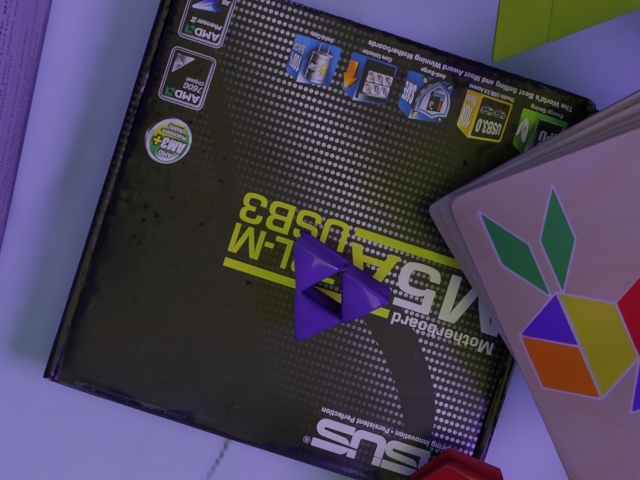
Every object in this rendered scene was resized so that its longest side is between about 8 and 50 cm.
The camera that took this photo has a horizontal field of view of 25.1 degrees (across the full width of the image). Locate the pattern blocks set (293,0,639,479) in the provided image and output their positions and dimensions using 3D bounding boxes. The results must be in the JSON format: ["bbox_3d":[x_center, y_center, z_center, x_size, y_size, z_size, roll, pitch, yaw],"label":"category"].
[{"bbox_3d":[0.143,0.014,0.524,0.324,0.026,0.285,-12,103,22],"label":"pattern blocks set"}]

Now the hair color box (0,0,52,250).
[{"bbox_3d":[-0.175,-0.055,0.457,0.105,0.347,0.174,12,92,-1],"label":"hair color box"}]

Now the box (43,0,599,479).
[{"bbox_3d":[0.000,0.000,0.615,0.190,0.045,0.184,19,91,-2],"label":"box"}]
